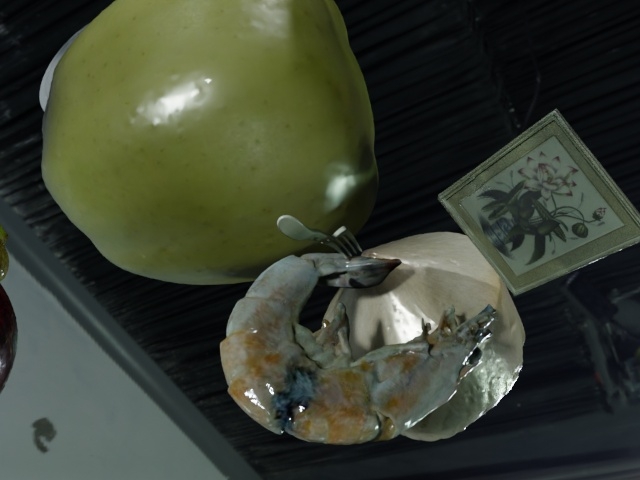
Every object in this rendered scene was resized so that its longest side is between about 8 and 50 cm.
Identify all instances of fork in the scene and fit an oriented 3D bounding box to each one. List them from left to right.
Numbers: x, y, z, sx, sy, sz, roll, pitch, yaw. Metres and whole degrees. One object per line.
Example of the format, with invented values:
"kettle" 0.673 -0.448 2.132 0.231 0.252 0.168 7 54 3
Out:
"fork" -0.002 -0.006 0.691 0.219 0.034 0.028 20 49 -69

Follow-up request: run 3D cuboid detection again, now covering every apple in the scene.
"apple" -0.139 -0.151 0.915 0.473 0.474 0.473 48 31 -43

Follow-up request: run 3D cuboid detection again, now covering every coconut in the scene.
"coconut" 0.142 0.127 0.977 0.329 0.329 0.329 48 31 -43

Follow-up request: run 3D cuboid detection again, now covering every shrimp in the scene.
"shrimp" 0.057 0.107 0.762 0.360 0.085 0.247 -10 57 -24

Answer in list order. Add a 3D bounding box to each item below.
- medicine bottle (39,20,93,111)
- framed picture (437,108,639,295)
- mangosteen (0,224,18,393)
"medicine bottle" -0.360 -0.262 1.234 0.232 0.238 0.238 43 35 -50
"framed picture" 0.254 -0.034 0.782 0.010 0.231 0.173 -36 86 -31
"mangosteen" -0.447 0.084 0.654 0.288 0.288 0.288 48 31 -43
